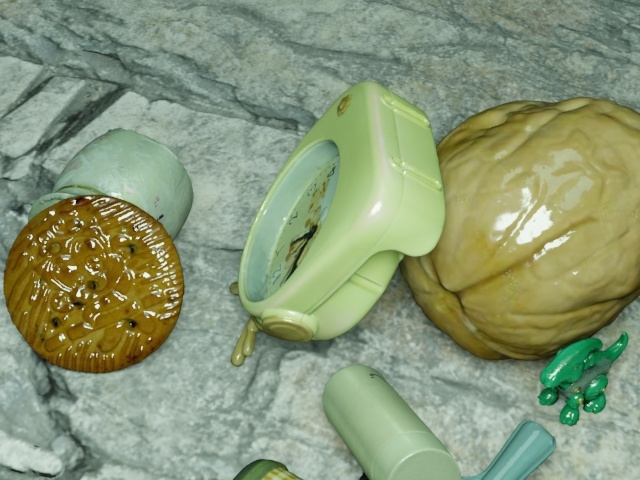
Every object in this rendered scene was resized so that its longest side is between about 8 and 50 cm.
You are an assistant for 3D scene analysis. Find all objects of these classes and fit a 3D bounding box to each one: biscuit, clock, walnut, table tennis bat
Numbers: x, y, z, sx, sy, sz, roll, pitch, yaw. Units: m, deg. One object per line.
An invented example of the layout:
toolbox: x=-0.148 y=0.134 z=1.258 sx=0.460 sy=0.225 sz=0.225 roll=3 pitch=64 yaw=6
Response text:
biscuit: x=-0.233 y=0.046 z=1.121 sx=0.187 sy=0.188 sz=0.027 roll=4 pitch=5 yaw=-1
clock: x=0.000 y=0.000 z=1.127 sx=0.096 sy=0.308 sz=0.235 roll=27 pitch=34 yaw=-23
walnut: x=0.237 y=-0.018 z=1.160 sx=0.313 sy=0.277 sz=0.252 roll=-32 pitch=64 yaw=-31
table tennis bat: x=0.132 y=0.254 z=0.990 sx=0.153 sy=0.040 sz=0.244 roll=38 pitch=62 yaw=20

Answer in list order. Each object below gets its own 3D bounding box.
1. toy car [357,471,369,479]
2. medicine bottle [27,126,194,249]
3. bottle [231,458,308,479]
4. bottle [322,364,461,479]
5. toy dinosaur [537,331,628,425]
toy car: x=0.073 y=0.252 z=1.019 sx=0.093 sy=0.025 sz=0.041 roll=35 pitch=59 yaw=14
medicine bottle: x=-0.233 y=-0.031 z=1.221 sx=0.147 sy=0.147 sz=0.143 roll=17 pitch=45 yaw=13
bottle: x=0.039 y=0.281 z=0.862 sx=0.271 sy=0.143 sz=0.156 roll=23 pitch=4 yaw=19
bottle: x=0.061 y=0.182 z=1.003 sx=0.072 sy=0.072 sz=0.201 roll=-7 pitch=16 yaw=-14
toy dinosaur: x=0.273 y=0.133 z=1.125 sx=0.132 sy=0.096 sz=0.059 roll=-27 pitch=51 yaw=-28
